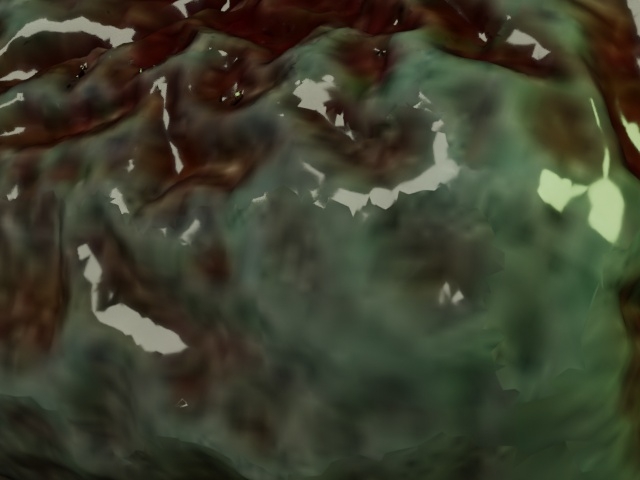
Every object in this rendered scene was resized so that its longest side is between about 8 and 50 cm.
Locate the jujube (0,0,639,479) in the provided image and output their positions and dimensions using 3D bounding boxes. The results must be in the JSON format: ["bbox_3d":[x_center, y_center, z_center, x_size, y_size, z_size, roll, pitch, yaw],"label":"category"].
[{"bbox_3d":[0.000,0.000,0.551,0.317,0.226,0.226,0,59,37],"label":"jujube"}]
